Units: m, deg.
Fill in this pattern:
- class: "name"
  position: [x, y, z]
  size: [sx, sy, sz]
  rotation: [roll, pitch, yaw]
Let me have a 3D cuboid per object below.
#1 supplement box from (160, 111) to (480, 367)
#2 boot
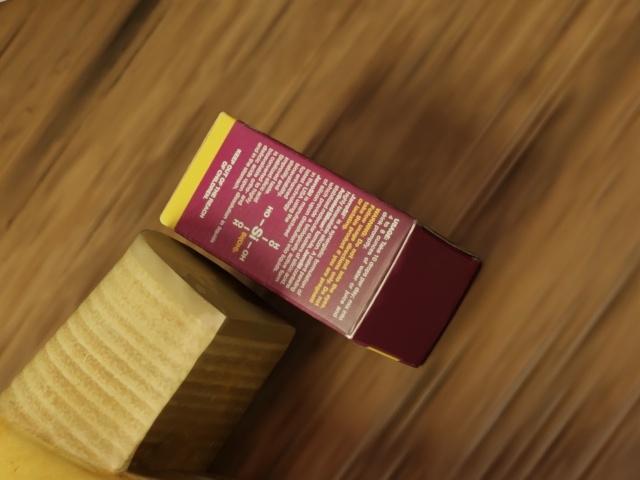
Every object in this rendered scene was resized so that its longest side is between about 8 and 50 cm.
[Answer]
- class: "supplement box"
  position: [0.000, 0.000, 0.584]
  size: [0.083, 0.055, 0.043]
  rotation: [30, 90, 31]
- class: "boot"
  position: [-0.021, 0.156, 0.533]
  size: [0.295, 0.104, 0.211]
  rotation: [40, 102, 30]
